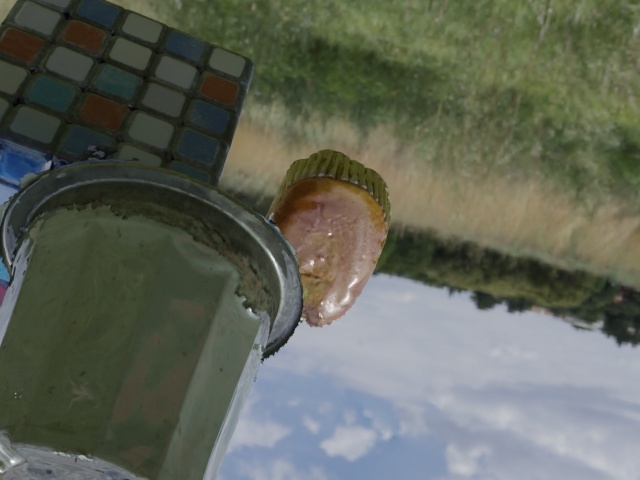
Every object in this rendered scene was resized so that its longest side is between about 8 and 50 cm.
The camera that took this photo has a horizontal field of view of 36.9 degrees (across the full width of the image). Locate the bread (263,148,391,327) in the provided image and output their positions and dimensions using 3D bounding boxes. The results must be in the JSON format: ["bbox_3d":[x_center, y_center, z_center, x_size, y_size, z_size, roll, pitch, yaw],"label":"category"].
[{"bbox_3d":[0.000,0.000,1.374,0.179,0.250,0.133,22,-152,-7],"label":"bread"}]

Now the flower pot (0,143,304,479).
[{"bbox_3d":[-0.165,0.113,0.787,0.290,0.290,0.259,5,-132,5],"label":"flower pot"}]

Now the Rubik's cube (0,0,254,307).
[{"bbox_3d":[-0.271,-0.086,1.139,0.286,0.292,0.293,21,-133,-11],"label":"Rubik's cube"}]
